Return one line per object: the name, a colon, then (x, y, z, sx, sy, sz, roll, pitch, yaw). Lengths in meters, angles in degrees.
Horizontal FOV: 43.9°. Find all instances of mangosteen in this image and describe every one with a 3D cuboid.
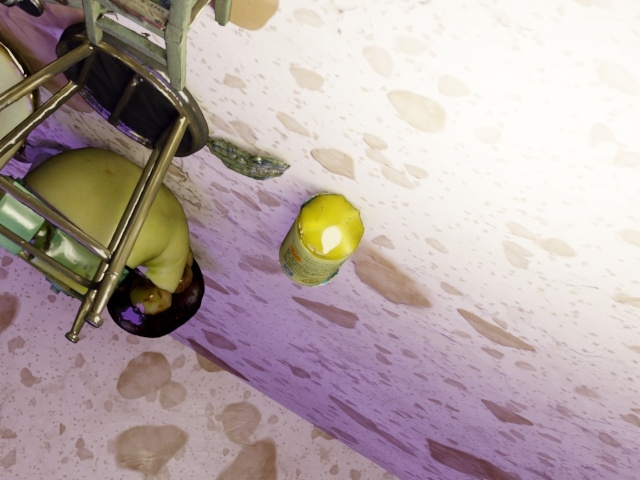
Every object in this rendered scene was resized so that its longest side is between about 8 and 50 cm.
mangosteen: (-0.425, 0.120, 2.063, 0.287, 0.287, 0.233, -1, 120, 55)

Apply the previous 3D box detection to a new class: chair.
chair: (-0.415, -0.111, 1.301, 0.361, 0.410, 0.364, 36, 159, -12)
chair: (-0.183, -0.309, 0.910, 0.147, 0.136, 0.270, 30, 161, -2)

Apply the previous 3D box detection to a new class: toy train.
toy train: (-0.579, 0.006, 1.688, 0.397, 0.160, 0.253, 43, 166, -32)

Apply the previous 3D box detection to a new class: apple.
apple: (-0.461, -0.046, 1.704, 0.360, 0.311, 0.320, 37, 129, 25)

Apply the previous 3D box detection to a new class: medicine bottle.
medicine bottle: (0.000, 0.000, 1.401, 0.124, 0.124, 0.239, 32, 159, -1)

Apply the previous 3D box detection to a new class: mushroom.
mushroom: (-0.692, -0.264, 1.563, 0.212, 0.292, 0.217, 24, 171, 48)

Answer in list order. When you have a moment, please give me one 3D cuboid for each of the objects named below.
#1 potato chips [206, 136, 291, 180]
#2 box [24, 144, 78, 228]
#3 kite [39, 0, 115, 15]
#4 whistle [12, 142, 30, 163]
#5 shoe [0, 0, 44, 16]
potato chips: (-0.122, -0.137, 1.382, 0.207, 0.028, 0.092, 19, 158, 34)
box: (-0.652, -0.073, 1.992, 0.262, 0.206, 0.291, 11, 154, 31)
kite: (-0.397, -0.406, 1.167, 0.229, 0.012, 0.250, 33, 160, -14)
whistle: (-0.888, -0.289, 2.068, 0.326, 0.057, 0.068, 27, 159, 11)
shoe: (-0.534, -0.418, 1.281, 0.179, 0.049, 0.071, 44, 157, -31)
